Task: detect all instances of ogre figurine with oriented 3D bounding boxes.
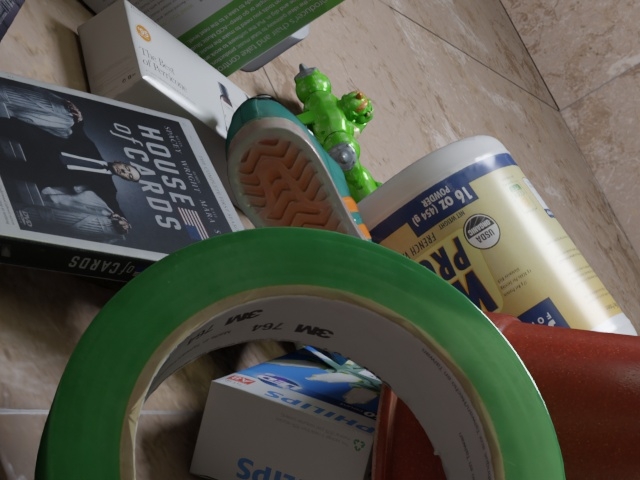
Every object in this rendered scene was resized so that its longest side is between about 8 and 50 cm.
[{"bbox_3d":[0.017,-0.111,1.681,0.118,0.096,0.197,61,24,-58],"label":"ogre figurine"}]

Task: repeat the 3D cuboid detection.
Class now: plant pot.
[{"bbox_3d":[0.204,0.178,1.129,0.272,0.265,0.272,1,90,-70],"label":"plant pot"}]

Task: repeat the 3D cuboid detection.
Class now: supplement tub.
[{"bbox_3d":[0.165,0.083,1.496,0.316,0.228,0.228,56,18,12],"label":"supplement tub"}]

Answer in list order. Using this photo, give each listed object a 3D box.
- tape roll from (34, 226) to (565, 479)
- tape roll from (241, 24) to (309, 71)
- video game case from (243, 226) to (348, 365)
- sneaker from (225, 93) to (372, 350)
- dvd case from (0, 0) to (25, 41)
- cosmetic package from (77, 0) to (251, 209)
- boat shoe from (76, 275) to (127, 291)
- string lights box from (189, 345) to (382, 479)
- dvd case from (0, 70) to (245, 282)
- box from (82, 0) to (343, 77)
[{"bbox_3d":[-0.011,0.149,0.939,0.321,0.077,0.321,7,61,-14],"label":"tape roll"},{"bbox_3d":[-0.103,-0.296,1.684,0.219,0.072,0.219,49,21,-27],"label":"tape roll"},{"bbox_3d":[-0.043,0.034,1.271,0.119,0.015,0.166,57,-15,-26],"label":"video game case"},{"bbox_3d":[0.000,0.000,1.384,0.121,0.108,0.302,-98,168,-60],"label":"sneaker"},{"bbox_3d":[-0.298,-0.218,1.170,0.164,0.018,0.221,52,20,-23],"label":"dvd case"},{"bbox_3d":[-0.117,-0.118,1.399,0.239,0.060,0.099,34,30,-50],"label":"cosmetic package"},{"bbox_3d":[-0.115,0.009,1.185,0.223,0.080,0.073,27,42,-49],"label":"boat shoe"},{"bbox_3d":[0.015,0.146,1.208,0.133,0.077,0.259,18,9,18],"label":"string lights box"},{"bbox_3d":[-0.162,-0.042,1.084,0.238,0.029,0.179,11,39,-41],"label":"dvd case"},{"bbox_3d":[-0.129,-0.289,1.367,0.322,0.232,0.058,44,25,-37],"label":"box"}]
